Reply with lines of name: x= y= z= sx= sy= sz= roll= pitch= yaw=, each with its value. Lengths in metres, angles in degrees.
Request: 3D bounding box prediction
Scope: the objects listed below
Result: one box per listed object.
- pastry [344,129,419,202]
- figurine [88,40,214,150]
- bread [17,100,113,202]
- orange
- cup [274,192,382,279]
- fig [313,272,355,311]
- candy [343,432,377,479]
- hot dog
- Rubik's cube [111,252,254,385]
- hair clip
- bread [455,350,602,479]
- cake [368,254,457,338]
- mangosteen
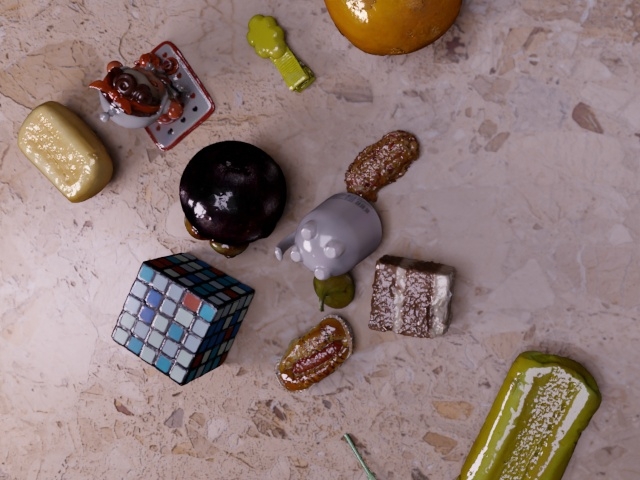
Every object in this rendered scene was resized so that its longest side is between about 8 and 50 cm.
pastry: x=0.107 y=-0.138 z=1.760 sx=0.087 sy=0.063 sz=0.169 roll=47 pitch=109 yaw=5
figurine: x=-0.352 y=-0.280 z=1.822 sx=0.160 sy=0.226 sz=0.183 roll=-37 pitch=83 yaw=20
bread: x=-0.520 y=-0.184 z=1.960 sx=0.147 sy=0.098 sz=0.217 roll=-45 pitch=78 yaw=19
orange: x=0.124 y=-0.436 z=1.626 sx=0.246 sy=0.246 sz=0.246 roll=2 pitch=97 yaw=19
cup: x=0.004 y=-0.009 z=1.751 sx=0.173 sy=0.142 sz=0.134 roll=24 pitch=125 yaw=23
fig: x=0.020 y=0.089 z=1.797 sx=0.082 sy=0.098 sz=0.084 roll=13 pitch=101 yaw=20
candy: x=0.098 y=0.460 z=1.842 sx=0.194 sy=0.062 sz=0.058 roll=59 pitch=155 yaw=14
hot dog: x=-0.013 y=0.224 z=1.848 sx=0.192 sy=0.053 sz=0.099 roll=-40 pitch=79 yaw=17
Rubik's cube: x=-0.268 y=0.146 z=1.862 sx=0.187 sy=0.182 sz=0.184 roll=30 pitch=105 yaw=14
hair clip: x=-0.084 y=-0.360 z=1.813 sx=0.072 sy=0.046 sz=0.173 roll=-37 pitch=81 yaw=15
bread: x=0.361 y=0.377 z=1.699 sx=0.166 sy=0.112 sz=0.383 roll=25 pitch=102 yaw=13
cake: x=0.170 y=0.102 z=1.732 sx=0.147 sy=0.134 sz=0.135 roll=6 pitch=98 yaw=10
mangosteen: x=-0.170 y=-0.066 z=1.810 sx=0.211 sy=0.211 sz=0.250 roll=25 pitch=135 yaw=15
